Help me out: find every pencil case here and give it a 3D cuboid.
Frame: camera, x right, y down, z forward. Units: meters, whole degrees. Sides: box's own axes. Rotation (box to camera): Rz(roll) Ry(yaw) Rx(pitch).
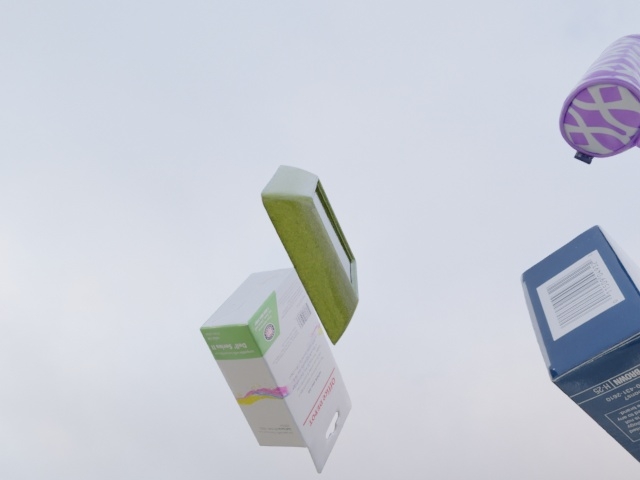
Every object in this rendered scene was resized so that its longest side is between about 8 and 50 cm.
[{"bbox_3d":[0.327,-0.162,0.563,0.088,0.206,0.086,24,-45,24],"label":"pencil case"}]

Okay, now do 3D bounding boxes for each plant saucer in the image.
[{"bbox_3d":[0.000,0.000,0.629,0.045,0.188,0.189,-23,-74,10],"label":"plant saucer"}]

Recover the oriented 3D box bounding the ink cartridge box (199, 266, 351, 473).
[{"bbox_3d":[-0.072,0.257,1.027,0.119,0.207,0.354,-11,-68,29],"label":"ink cartridge box"}]

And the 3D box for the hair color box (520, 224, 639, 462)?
[{"bbox_3d":[0.367,0.162,0.531,0.347,0.174,0.105,41,-61,-13],"label":"hair color box"}]
